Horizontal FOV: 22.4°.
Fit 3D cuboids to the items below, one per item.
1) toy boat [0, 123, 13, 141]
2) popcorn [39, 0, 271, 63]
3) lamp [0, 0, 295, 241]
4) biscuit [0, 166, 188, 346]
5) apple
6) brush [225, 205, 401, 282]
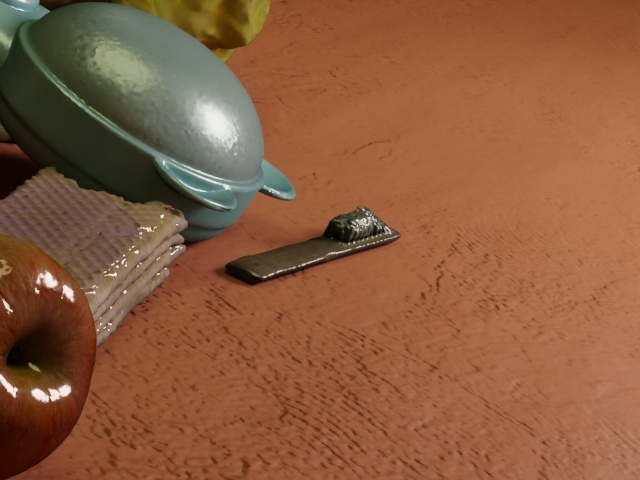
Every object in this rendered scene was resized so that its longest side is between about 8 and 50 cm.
[{"bbox_3d":[-0.230,-0.095,1.334,0.115,0.016,0.063,3,21,-26],"label":"toy boat"},{"bbox_3d":[-0.162,-0.271,1.465,0.279,0.274,0.335,-34,51,-28],"label":"popcorn"},{"bbox_3d":[-0.160,-0.100,1.190,0.284,0.147,0.209,19,9,17],"label":"lamp"},{"bbox_3d":[-0.166,0.022,0.989,0.108,0.061,0.239,18,21,7],"label":"biscuit"},{"bbox_3d":[-0.173,0.059,0.793,0.102,0.126,0.126,-4,7,35],"label":"apple"},{"bbox_3d":[0.000,0.000,1.203,0.034,0.027,0.190,23,22,30],"label":"brush"}]
